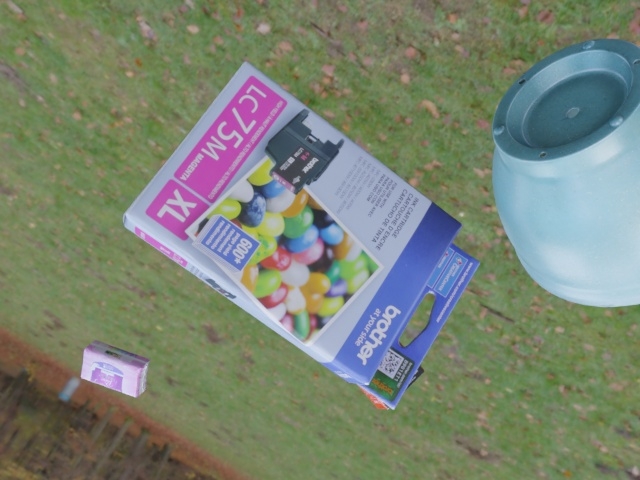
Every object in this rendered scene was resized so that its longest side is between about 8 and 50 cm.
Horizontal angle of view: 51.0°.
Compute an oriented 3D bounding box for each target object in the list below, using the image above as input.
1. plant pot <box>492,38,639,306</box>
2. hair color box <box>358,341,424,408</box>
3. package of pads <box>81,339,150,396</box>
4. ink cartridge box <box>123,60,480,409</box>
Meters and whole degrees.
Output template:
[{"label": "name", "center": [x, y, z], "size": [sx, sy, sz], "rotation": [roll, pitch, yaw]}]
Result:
[{"label": "plant pot", "center": [0.317, -0.099, 0.763], "size": [0.293, 0.293, 0.196], "rotation": [3, 149, 48]}, {"label": "hair color box", "center": [0.057, 0.138, 0.854], "size": [0.141, 0.072, 0.043], "rotation": [48, 162, 2]}, {"label": "package of pads", "center": [-0.264, 0.166, 0.865], "size": [0.083, 0.032, 0.050], "rotation": [17, 111, 7]}, {"label": "ink cartridge box", "center": [0.000, 0.000, 0.629], "size": [0.311, 0.186, 0.065], "rotation": [37, 164, -9]}]
